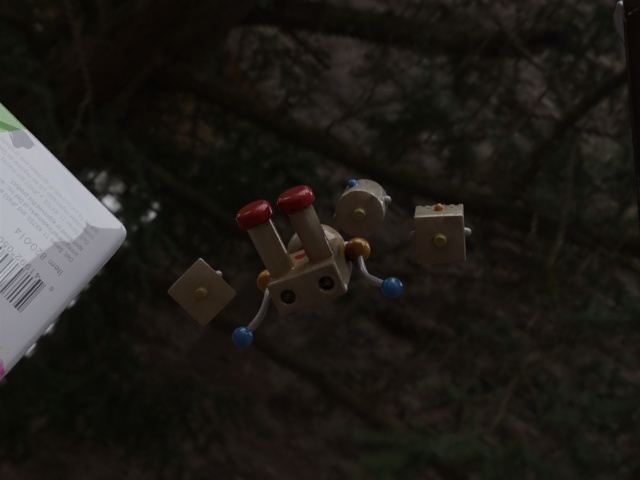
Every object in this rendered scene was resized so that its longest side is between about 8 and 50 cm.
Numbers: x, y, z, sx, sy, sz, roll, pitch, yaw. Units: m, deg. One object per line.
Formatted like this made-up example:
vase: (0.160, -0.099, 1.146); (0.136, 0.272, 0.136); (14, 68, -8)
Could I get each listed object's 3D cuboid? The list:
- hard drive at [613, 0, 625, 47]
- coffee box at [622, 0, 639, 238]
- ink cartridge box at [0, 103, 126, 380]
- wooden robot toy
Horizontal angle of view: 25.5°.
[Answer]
hard drive: (0.471, -0.185, 1.388); (0.040, 0.307, 0.203); (92, -19, -53)
coffee box: (0.176, 0.082, 0.368); (0.168, 0.297, 0.119); (-6, -14, 17)
ink cartridge box: (-0.304, 0.053, 0.837); (0.207, 0.353, 0.119); (46, -39, -10)
wooden robot toy: (0.000, 0.000, 0.818); (0.173, 0.079, 0.076); (-19, -78, 12)
